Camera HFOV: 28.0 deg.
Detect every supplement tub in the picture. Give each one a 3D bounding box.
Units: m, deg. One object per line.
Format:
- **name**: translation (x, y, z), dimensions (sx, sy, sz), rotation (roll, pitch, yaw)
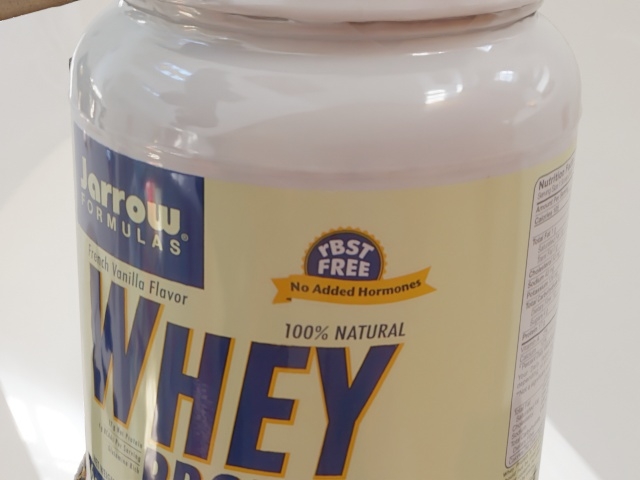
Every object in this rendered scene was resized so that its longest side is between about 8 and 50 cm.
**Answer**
- **supplement tub**: translation (0.000, 0.000, 0.622), dimensions (0.235, 0.235, 0.325), rotation (-10, -65, -27)

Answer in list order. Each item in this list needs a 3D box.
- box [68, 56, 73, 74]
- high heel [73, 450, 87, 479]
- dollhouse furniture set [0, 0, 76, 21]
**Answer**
- **box**: translation (-0.034, -0.106, 0.884), dimensions (0.231, 0.056, 0.183), rotation (-14, -10, 5)
- **high heel**: translation (-0.099, 0.121, 0.920), dimensions (0.093, 0.261, 0.186), rotation (6, -42, 13)
- **dollhouse furniture set**: translation (-0.242, -0.127, 0.395), dimensions (0.301, 0.151, 0.197), rotation (-26, -78, -40)
